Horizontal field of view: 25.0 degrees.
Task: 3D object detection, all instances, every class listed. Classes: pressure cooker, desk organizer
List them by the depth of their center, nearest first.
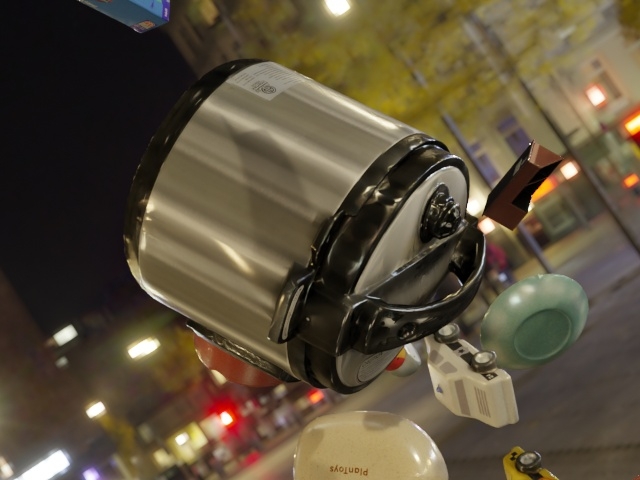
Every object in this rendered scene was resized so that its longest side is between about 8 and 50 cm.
[{"bbox_3d":[0.001,-0.005,1.878,0.370,0.420,0.375,-57,-21,-16],"label":"pressure cooker"},{"bbox_3d":[0.280,-0.074,2.001,0.130,0.050,0.047,-55,9,46],"label":"desk organizer"}]

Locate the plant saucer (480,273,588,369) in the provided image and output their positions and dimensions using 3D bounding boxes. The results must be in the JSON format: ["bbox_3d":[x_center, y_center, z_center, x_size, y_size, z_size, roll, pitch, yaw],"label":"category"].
[{"bbox_3d":[0.360,0.145,2.381,0.195,0.195,0.037,-34,36,4],"label":"plant saucer"}]

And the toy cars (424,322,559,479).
[{"bbox_3d":[0.238,0.276,1.951,0.087,0.393,0.176,-26,-17,-17],"label":"toy cars"}]

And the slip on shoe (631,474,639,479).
[{"bbox_3d":[0.422,0.269,1.560,0.331,0.123,0.101,-17,24,-30],"label":"slip on shoe"}]

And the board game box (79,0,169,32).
[{"bbox_3d":[-0.238,-0.324,1.465,0.047,0.160,0.210,-14,-23,37],"label":"board game box"}]

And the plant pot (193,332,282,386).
[{"bbox_3d":[-0.095,0.084,2.398,0.272,0.272,0.265,-31,-33,-42],"label":"plant pot"}]

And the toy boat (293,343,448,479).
[{"bbox_3d":[0.099,0.312,2.365,0.268,0.318,0.148,7,-6,27],"label":"toy boat"}]
